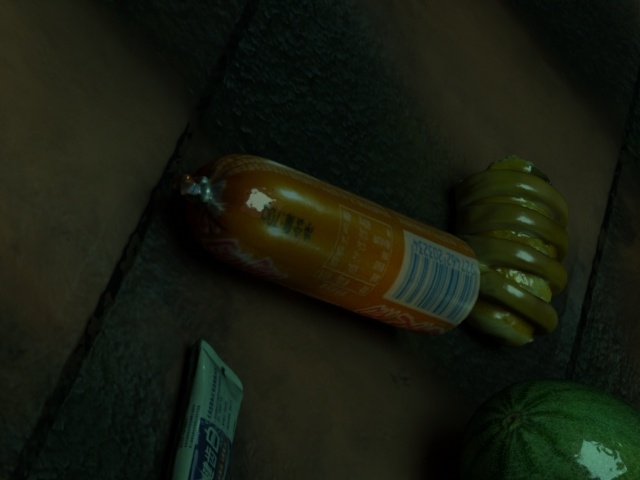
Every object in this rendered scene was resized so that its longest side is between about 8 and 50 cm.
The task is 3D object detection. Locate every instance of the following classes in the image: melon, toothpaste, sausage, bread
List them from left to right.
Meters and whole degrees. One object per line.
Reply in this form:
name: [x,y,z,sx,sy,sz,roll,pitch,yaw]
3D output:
toothpaste: [-0.090,0.176,1.308,0.060,0.038,0.233,46,38,-34]
sausage: [0.000,0.000,1.467,0.312,0.093,0.093,21,57,-46]
bread: [0.180,0.011,1.705,0.119,0.084,0.177,30,54,-40]
melon: [0.233,0.228,1.575,0.288,0.182,0.182,39,45,-32]

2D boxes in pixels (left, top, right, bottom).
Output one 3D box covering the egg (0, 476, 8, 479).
egg: [-0.218,0.264,0.910,0.250,0.250,0.322,46,46,-28]
